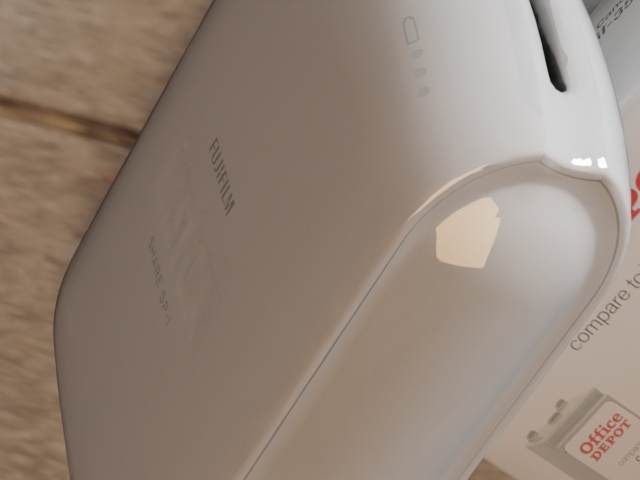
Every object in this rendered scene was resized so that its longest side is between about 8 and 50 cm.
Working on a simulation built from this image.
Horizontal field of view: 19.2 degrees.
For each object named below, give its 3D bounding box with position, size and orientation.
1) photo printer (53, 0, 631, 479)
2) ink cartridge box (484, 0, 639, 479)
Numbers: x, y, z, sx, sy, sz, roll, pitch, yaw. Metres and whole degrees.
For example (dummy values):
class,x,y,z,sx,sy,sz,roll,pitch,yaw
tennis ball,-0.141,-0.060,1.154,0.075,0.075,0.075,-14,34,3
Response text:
class,x,y,z,sx,sy,sz,roll,pitch,yaw
photo printer,0.000,0.000,0.771,0.107,0.256,0.307,17,123,-26
ink cartridge box,0.193,0.045,0.843,0.283,0.117,0.207,34,118,-11
